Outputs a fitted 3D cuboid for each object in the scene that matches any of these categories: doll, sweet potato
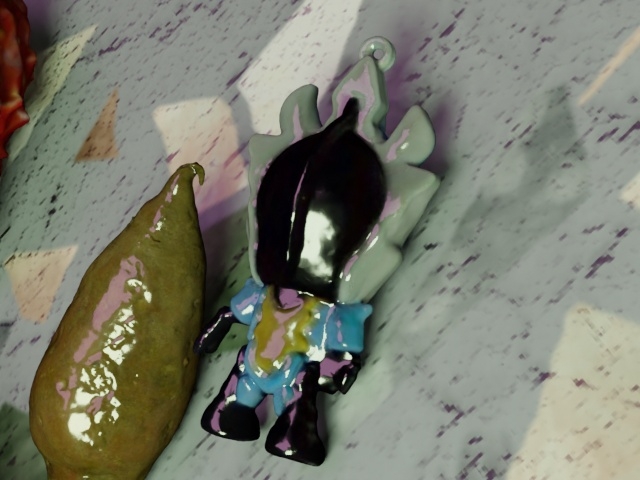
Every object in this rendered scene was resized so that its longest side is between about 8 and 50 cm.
[{"bbox_3d":[0.000,0.000,0.732,0.096,0.070,0.195,14,84,27],"label":"doll"},{"bbox_3d":[-0.105,0.090,0.773,0.075,0.075,0.269,17,90,43],"label":"sweet potato"}]

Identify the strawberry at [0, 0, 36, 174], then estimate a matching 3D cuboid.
[{"bbox_3d":[-0.257,-0.098,0.919,0.234,0.234,0.178,-4,39,38],"label":"strawberry"}]
